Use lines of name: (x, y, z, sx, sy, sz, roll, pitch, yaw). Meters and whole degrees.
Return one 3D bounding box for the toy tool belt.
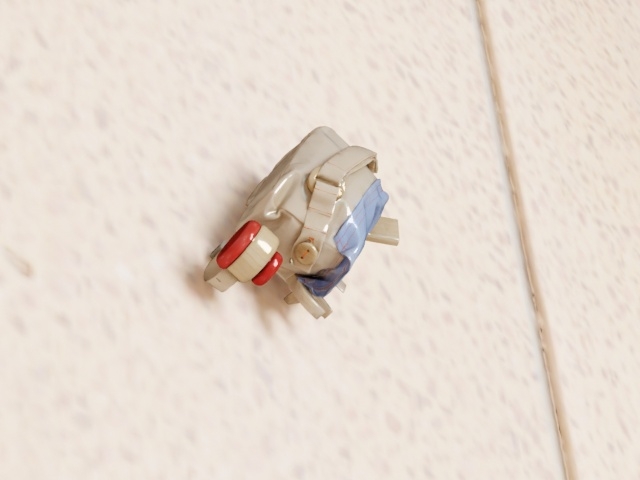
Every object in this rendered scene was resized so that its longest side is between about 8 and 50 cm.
toy tool belt: (0.000, 0.000, 0.647, 0.051, 0.052, 0.083, 41, 33, -8)
